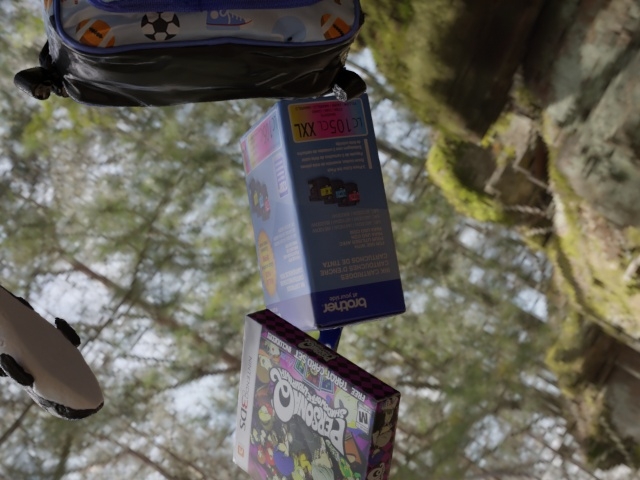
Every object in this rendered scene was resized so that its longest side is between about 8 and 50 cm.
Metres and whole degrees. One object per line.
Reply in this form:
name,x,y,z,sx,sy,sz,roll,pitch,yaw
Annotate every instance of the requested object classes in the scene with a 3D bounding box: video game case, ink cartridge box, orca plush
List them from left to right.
orca plush,-0.413,0.141,1.306,0.102,0.287,0.151,-43,21,21
video game case,-0.012,0.218,1.173,0.042,0.232,0.210,-13,-60,-39
ink cartridge box,0.000,0.000,1.563,0.151,0.395,0.270,-10,-5,-18

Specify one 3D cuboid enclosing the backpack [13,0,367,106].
backpack,-0.097,-0.250,0.784,0.277,0.263,0.213,-3,-22,-17
